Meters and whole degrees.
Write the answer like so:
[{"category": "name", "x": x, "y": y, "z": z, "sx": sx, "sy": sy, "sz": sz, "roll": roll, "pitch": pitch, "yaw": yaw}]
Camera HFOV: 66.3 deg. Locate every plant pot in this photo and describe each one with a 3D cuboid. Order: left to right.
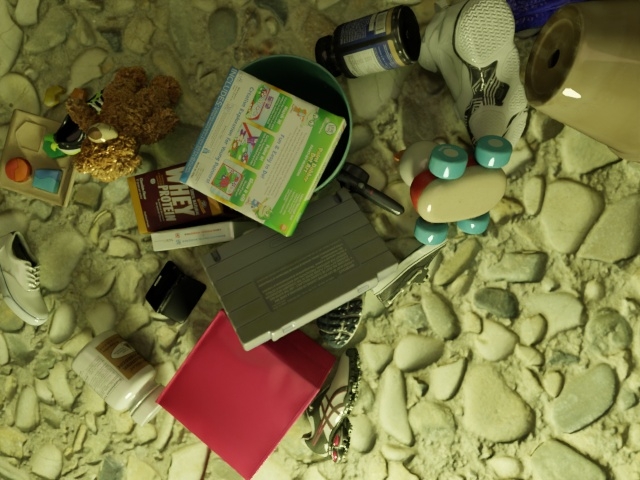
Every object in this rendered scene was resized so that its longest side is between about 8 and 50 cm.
[{"category": "plant pot", "x": -0.065, "y": -0.229, "z": 1.094, "sx": 0.292, "sy": 0.235, "sz": 0.293, "roll": 0, "pitch": 92, "yaw": 8}, {"category": "plant pot", "x": 0.567, "y": -0.320, "z": 0.933, "sx": 0.280, "sy": 0.323, "sz": 0.323, "roll": 8, "pitch": 92, "yaw": -6}]

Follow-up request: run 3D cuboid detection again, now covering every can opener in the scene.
[{"category": "can opener", "x": 0.118, "y": -0.115, "z": 1.159, "sx": 0.186, "sy": 0.059, "sz": 0.073, "roll": 35, "pitch": 95, "yaw": 6}]

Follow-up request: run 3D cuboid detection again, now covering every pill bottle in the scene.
[{"category": "pill bottle", "x": -0.486, "y": 0.342, "z": 1.213, "sx": 0.229, "sy": 0.131, "sz": 0.131, "roll": 42, "pitch": 96, "yaw": 5}, {"category": "pill bottle", "x": 0.102, "y": -0.434, "z": 1.094, "sx": 0.219, "sy": 0.122, "sz": 0.123, "roll": -1, "pitch": 91, "yaw": 35}]

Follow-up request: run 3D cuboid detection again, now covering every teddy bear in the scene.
[{"category": "teddy bear", "x": -0.453, "y": -0.295, "z": 1.141, "sx": 0.245, "sy": 0.113, "sz": 0.338, "roll": 33, "pitch": 56, "yaw": 2}]

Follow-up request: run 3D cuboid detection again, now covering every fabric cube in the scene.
[{"category": "fabric cube", "x": -0.152, "y": 0.313, "z": 1.105, "sx": 0.258, "sy": 0.259, "sz": 0.254, "roll": 36, "pitch": 96, "yaw": 8}]

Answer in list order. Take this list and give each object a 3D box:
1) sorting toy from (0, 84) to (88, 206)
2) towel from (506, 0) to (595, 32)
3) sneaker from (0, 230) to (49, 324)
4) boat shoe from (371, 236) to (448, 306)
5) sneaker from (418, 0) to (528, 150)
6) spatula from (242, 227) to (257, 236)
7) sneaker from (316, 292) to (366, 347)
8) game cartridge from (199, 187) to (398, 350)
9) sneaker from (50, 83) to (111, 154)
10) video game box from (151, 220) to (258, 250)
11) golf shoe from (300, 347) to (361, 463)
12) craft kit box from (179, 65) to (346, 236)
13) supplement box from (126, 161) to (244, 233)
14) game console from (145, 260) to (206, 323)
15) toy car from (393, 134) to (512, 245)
[{"category": "sorting toy", "x": -0.726, "y": -0.264, "z": 1.281, "sx": 0.229, "sy": 0.041, "sz": 0.307, "roll": 17, "pitch": 93, "yaw": 7}, {"category": "towel", "x": 0.538, "y": -0.609, "z": 1.085, "sx": 0.308, "sy": 0.076, "sz": 0.228, "roll": -12, "pitch": 90, "yaw": 8}, {"category": "sneaker", "x": -0.769, "y": 0.094, "z": 1.267, "sx": 0.091, "sy": 0.094, "sz": 0.258, "roll": -32, "pitch": 86, "yaw": 12}, {"category": "boat shoe", "x": 0.219, "y": 0.070, "z": 1.143, "sx": 0.219, "sy": 0.078, "sz": 0.070, "roll": -41, "pitch": 85, "yaw": 14}, {"category": "sneaker", "x": 0.334, "y": -0.358, "z": 1.087, "sx": 0.137, "sy": 0.210, "sz": 0.366, "roll": -26, "pitch": 124, "yaw": -6}, {"category": "spatula", "x": -0.071, "y": 0.076, "z": 1.112, "sx": 0.168, "sy": 0.019, "sz": 0.242, "roll": -17, "pitch": 92, "yaw": -29}, {"category": "sneaker", "x": 0.077, "y": 0.108, "z": 1.125, "sx": 0.110, "sy": 0.122, "sz": 0.283, "roll": 9, "pitch": 83, "yaw": 30}, {"category": "game cartridge", "x": -0.043, "y": 0.053, "z": 1.018, "sx": 0.355, "sy": 0.068, "sz": 0.230, "roll": -26, "pitch": 69, "yaw": -13}, {"category": "sneaker", "x": -0.568, "y": -0.302, "z": 1.216, "sx": 0.084, "sy": 0.097, "sz": 0.235, "roll": 40, "pitch": 84, "yaw": -3}, {"category": "video game box", "x": -0.259, "y": -0.012, "z": 1.139, "sx": 0.187, "sy": 0.205, "sz": 0.048, "roll": -5, "pitch": 92, "yaw": 8}, {"category": "golf shoe", "x": 0.027, "y": 0.383, "z": 1.160, "sx": 0.120, "sy": 0.105, "sz": 0.273, "roll": 12, "pitch": 92, "yaw": 15}, {"category": "craft kit box", "x": -0.113, "y": -0.173, "z": 0.957, "sx": 0.246, "sy": 0.061, "sz": 0.250, "roll": 28, "pitch": 95, "yaw": 9}, {"category": "supplement box", "x": -0.306, "y": -0.100, "z": 1.151, "sx": 0.194, "sy": 0.191, "sz": 0.129, "roll": -13, "pitch": 90, "yaw": 7}, {"category": "game console", "x": -0.372, "y": 0.132, "z": 1.254, "sx": 0.107, "sy": 0.071, "sz": 0.122, "roll": 37, "pitch": 96, "yaw": 36}, {"category": "toy car", "x": 0.267, "y": -0.156, "z": 1.090, "sx": 0.210, "sy": 0.219, "sz": 0.238, "roll": -14, "pitch": 46, "yaw": -16}]
